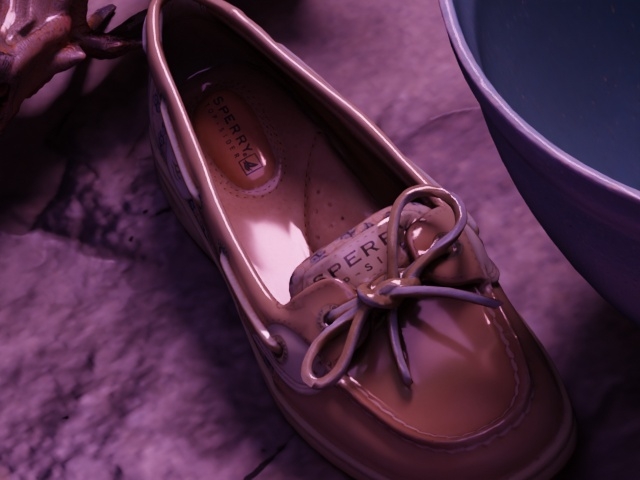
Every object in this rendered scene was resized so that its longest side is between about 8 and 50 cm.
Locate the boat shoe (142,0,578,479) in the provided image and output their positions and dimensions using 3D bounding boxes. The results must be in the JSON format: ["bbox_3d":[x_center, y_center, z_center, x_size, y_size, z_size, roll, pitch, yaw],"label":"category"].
[{"bbox_3d":[0.000,0.000,0.816,0.104,0.089,0.285,-33,51,-13],"label":"boat shoe"}]

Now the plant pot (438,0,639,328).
[{"bbox_3d":[0.202,-0.053,0.732,0.293,0.196,0.293,-8,49,9],"label":"plant pot"}]

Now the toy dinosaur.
[{"bbox_3d":[-0.060,-0.161,0.950,0.295,0.200,0.127,-15,53,-36],"label":"toy dinosaur"}]
